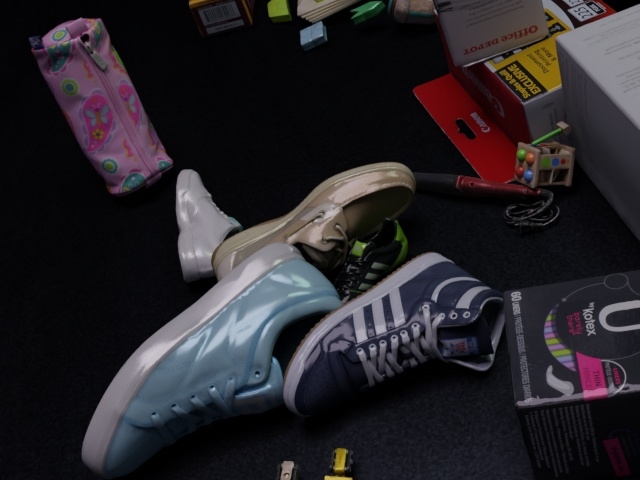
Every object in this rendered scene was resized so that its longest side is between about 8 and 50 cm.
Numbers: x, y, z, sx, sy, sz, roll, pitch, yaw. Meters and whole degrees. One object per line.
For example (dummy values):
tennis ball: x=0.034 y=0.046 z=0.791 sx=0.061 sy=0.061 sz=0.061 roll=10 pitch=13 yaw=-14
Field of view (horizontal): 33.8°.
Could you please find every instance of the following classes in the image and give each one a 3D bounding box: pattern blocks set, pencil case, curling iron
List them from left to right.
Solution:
pencil case: x=-0.341 y=-0.212 z=1.654 sx=0.124 sy=0.284 sz=0.124 roll=-19 pitch=23 yaw=9
pattern blocks set: x=0.027 y=-0.488 z=1.959 sx=0.286 sy=0.026 sz=0.324 roll=-29 pitch=43 yaw=10
curling iron: x=0.200 y=-0.067 z=1.451 sx=0.274 sy=0.035 sz=0.068 roll=18 pitch=53 yaw=37

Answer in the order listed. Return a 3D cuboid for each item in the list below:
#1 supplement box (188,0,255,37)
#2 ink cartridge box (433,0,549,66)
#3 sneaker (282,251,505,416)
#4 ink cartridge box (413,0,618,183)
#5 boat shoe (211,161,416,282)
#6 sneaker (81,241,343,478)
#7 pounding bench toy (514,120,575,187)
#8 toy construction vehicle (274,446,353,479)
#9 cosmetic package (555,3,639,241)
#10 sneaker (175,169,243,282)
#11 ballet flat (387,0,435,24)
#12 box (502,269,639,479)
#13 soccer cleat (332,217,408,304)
supplement box: x=-0.187 y=-0.487 z=2.052 sx=0.104 sy=0.080 sz=0.188 roll=-11 pitch=41 yaw=12
ink cartridge box: x=0.220 y=-0.353 z=1.443 sx=0.140 sy=0.190 sz=0.082 roll=-19 pitch=40 yaw=7
sneaker: x=0.097 y=0.126 z=1.231 sx=0.282 sy=0.099 sz=0.153 roll=-37 pitch=41 yaw=-23
ink cartridge box: x=0.296 y=-0.250 z=1.544 sx=0.272 sy=0.130 sz=0.309 roll=-25 pitch=40 yaw=-3
boat shoe: x=0.000 y=0.000 z=1.414 sx=0.302 sy=0.109 sz=0.098 roll=-26 pitch=45 yaw=2
sneaker: x=-0.119 y=0.163 z=1.255 sx=0.150 sy=0.135 sz=0.366 roll=38 pitch=77 yaw=29
pounding bench toy: x=0.297 y=-0.117 z=1.405 sx=0.065 sy=0.083 sz=0.052 roll=-3 pitch=18 yaw=-19
toy construction vehicle: x=-0.007 y=0.277 z=1.163 sx=0.086 sy=0.035 sz=0.098 roll=0 pitch=46 yaw=7
cosmetic package: x=0.435 y=-0.100 z=1.252 sx=0.156 sy=0.217 sz=0.385 roll=-22 pitch=41 yaw=-1
sneaker: x=-0.162 y=-0.024 z=1.542 sx=0.094 sy=0.080 sz=0.212 roll=-9 pitch=47 yaw=-3
ballet flat: x=0.204 y=-0.487 z=1.889 sx=0.106 sy=0.107 sz=0.316 roll=13 pitch=53 yaw=8
box: x=0.337 y=0.133 z=1.085 sx=0.271 sy=0.143 sz=0.165 roll=-10 pitch=42 yaw=12
soccer cleat: x=0.047 y=0.041 z=1.367 sx=0.060 sy=0.072 sz=0.179 roll=20 pitch=55 yaw=38
